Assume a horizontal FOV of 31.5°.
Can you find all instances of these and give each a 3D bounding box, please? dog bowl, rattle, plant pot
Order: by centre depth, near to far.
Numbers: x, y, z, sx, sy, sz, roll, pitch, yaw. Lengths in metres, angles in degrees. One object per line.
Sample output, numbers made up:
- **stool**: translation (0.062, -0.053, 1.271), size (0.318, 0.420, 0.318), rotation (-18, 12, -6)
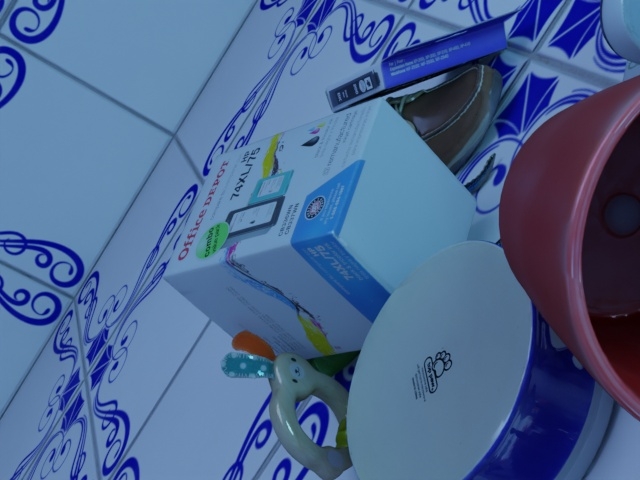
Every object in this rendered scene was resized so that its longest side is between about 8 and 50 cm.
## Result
- **plant pot**: translation (0.265, -0.009, 0.847), size (0.275, 0.275, 0.243), rotation (-60, 12, 1)
- **dog bowl**: translation (0.142, 0.137, 1.061), size (0.265, 0.104, 0.265), rotation (-40, 36, 38)
- **rattle**: translation (-0.003, 0.158, 1.266), size (0.130, 0.199, 0.143), rotation (-30, -8, -35)

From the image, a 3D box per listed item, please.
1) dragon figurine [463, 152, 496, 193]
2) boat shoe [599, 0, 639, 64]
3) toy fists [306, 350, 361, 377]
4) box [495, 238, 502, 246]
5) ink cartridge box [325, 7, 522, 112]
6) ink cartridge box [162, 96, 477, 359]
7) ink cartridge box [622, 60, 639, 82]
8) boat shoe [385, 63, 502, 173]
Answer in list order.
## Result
- **dragon figurine**: translation (0.076, -0.064, 1.437), size (0.289, 0.144, 0.085), rotation (-20, 42, 49)
- **boat shoe**: translation (0.336, -0.311, 1.075), size (0.367, 0.136, 0.156), rotation (-61, 22, -15)
- **toy fists**: translation (-0.002, 0.078, 1.508), size (0.142, 0.096, 0.279), rotation (-50, 25, 24)
- **box**: translation (0.199, 0.047, 1.196), size (0.162, 0.029, 0.116), rotation (-49, 25, 29)
- **ink cartridge box**: translation (0.139, -0.236, 1.500), size (0.206, 0.045, 0.208), rotation (-23, 3, -26)
- **ink cartridge box**: translation (0.000, 0.000, 1.307), size (0.270, 0.197, 0.198), rotation (-15, 43, 41)
- **ink cartridge box**: translation (0.404, -0.265, 1.112), size (0.223, 0.045, 0.224), rotation (-29, 36, 51)
- **boat shoe**: translation (0.108, -0.133, 1.500), size (0.324, 0.116, 0.123), rotation (-39, 30, 42)
